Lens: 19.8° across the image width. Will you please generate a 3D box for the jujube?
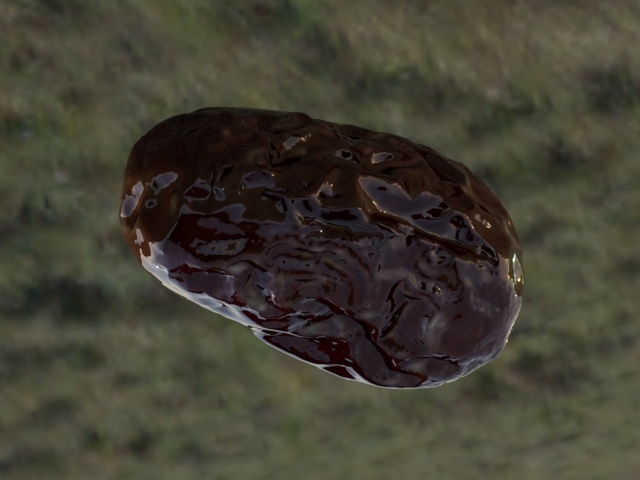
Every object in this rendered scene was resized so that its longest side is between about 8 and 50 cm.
[{"bbox_3d":[0.000,0.000,0.532,0.129,0.077,0.077,17,150,-35],"label":"jujube"}]
